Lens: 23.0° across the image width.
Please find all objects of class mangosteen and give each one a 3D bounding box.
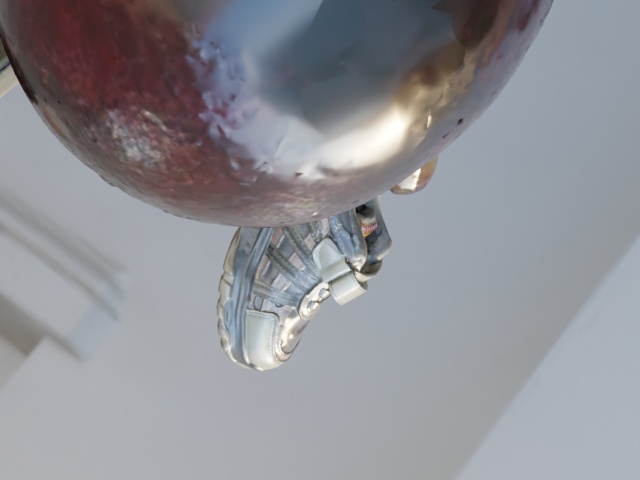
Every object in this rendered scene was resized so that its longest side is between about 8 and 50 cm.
[{"bbox_3d":[-0.001,-0.102,0.627,0.235,0.235,0.261,26,165,42],"label":"mangosteen"}]

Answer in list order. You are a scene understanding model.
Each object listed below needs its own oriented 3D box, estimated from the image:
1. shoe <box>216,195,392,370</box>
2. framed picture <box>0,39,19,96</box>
[{"bbox_3d":[0.000,0.000,0.969,0.092,0.180,0.089,17,-168,18],"label":"shoe"},{"bbox_3d":[-0.295,-0.087,0.982,0.211,0.289,0.020,31,158,48],"label":"framed picture"}]
